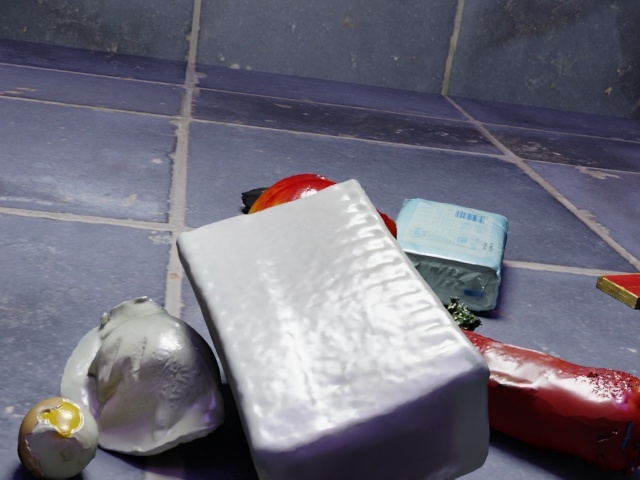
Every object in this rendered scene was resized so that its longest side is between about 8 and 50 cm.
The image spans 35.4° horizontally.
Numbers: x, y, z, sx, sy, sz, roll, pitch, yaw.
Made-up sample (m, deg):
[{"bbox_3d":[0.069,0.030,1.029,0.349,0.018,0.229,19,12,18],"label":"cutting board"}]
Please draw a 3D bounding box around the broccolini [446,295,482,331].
[{"bbox_3d":[0.118,0.099,1.291,0.194,0.052,0.054,7,31,-26],"label":"broccolini"}]

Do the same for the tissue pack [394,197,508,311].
[{"bbox_3d":[0.190,0.019,1.522,0.177,0.089,0.263,11,21,9],"label":"tissue pack"}]

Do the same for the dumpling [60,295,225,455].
[{"bbox_3d":[-0.177,0.140,0.982,0.155,0.111,0.181,-28,20,-9],"label":"dumpling"}]

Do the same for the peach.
[{"bbox_3d":[0.000,0.000,1.331,0.192,0.190,0.190,-22,30,-23],"label":"peach"}]

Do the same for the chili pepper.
[{"bbox_3d":[0.240,0.167,1.068,0.387,0.110,0.110,17,20,35],"label":"chili pepper"}]

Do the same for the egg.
[{"bbox_3d":[-0.232,0.173,0.889,0.071,0.071,0.083,4,18,-14],"label":"egg"}]

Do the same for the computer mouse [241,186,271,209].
[{"bbox_3d":[-0.056,-0.059,1.693,0.172,0.057,0.099,4,17,24],"label":"computer mouse"}]

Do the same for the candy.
[{"bbox_3d":[0.003,0.098,0.950,0.208,0.145,0.359,-18,36,-10],"label":"candy"}]

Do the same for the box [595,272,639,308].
[{"bbox_3d":[0.518,0.079,1.593,0.133,0.023,0.090,-1,23,-26],"label":"box"}]
